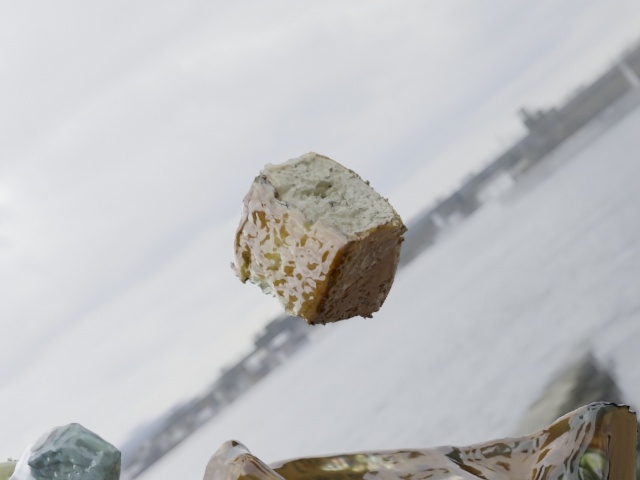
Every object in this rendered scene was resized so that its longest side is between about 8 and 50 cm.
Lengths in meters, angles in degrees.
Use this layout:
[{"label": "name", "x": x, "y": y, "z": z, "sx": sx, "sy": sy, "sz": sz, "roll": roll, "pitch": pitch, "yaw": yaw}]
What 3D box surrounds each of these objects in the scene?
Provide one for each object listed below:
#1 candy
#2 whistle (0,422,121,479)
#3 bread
[{"label": "candy", "x": 0.058, "y": 0.155, "z": 1.034, "sx": 0.271, "sy": 0.143, "sz": 0.101, "roll": 1, "pitch": 16, "yaw": -26}, {"label": "whistle", "x": -0.187, "y": 0.188, "z": 1.269, "sx": 0.123, "sy": 0.123, "sz": 0.223, "roll": -36, "pitch": -9, "yaw": -40}, {"label": "bread", "x": 0.002, "y": -0.002, "z": 1.109, "sx": 0.076, "sy": 0.083, "sz": 0.070, "roll": -18, "pitch": -42, "yaw": -48}]
